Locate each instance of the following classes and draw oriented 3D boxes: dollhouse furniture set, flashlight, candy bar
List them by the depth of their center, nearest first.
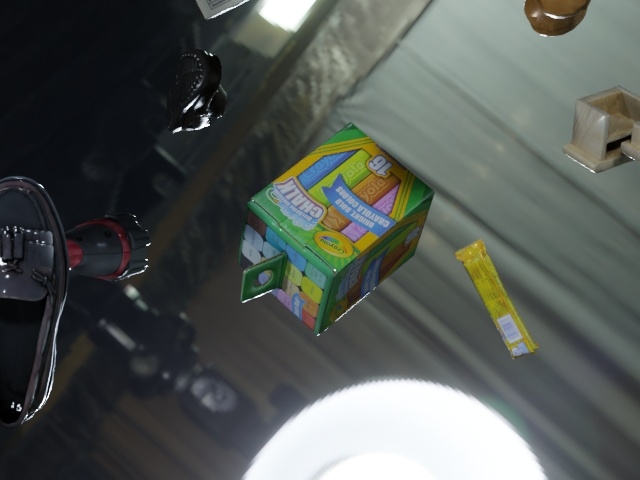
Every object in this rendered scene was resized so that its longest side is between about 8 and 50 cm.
[{"bbox_3d":[0.295,-0.041,0.962,0.161,0.182,0.101,-19,-53,-25],"label":"dollhouse furniture set"},{"bbox_3d":[0.220,0.076,1.649,0.040,0.161,0.018,-27,6,22],"label":"candy bar"},{"bbox_3d":[-0.379,0.024,1.903,0.304,0.103,0.103,-12,-32,-55],"label":"flashlight"}]

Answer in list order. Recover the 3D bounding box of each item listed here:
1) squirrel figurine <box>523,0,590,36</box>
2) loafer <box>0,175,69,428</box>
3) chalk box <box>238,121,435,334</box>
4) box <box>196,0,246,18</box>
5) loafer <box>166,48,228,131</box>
[{"bbox_3d":[0.280,-0.422,1.441,0.281,0.371,0.396,-4,-71,-71],"label":"squirrel figurine"},{"bbox_3d":[-0.358,0.078,1.582,0.095,0.109,0.302,-107,20,-74],"label":"loafer"},{"bbox_3d":[0.000,0.000,1.971,0.289,0.179,0.180,-40,-20,-28],"label":"chalk box"},{"bbox_3d":[-0.123,-0.419,1.672,0.149,0.232,0.127,-23,14,13],"label":"box"},{"bbox_3d":[-0.171,-0.219,1.932,0.078,0.080,0.220,0,-12,-17],"label":"loafer"}]
